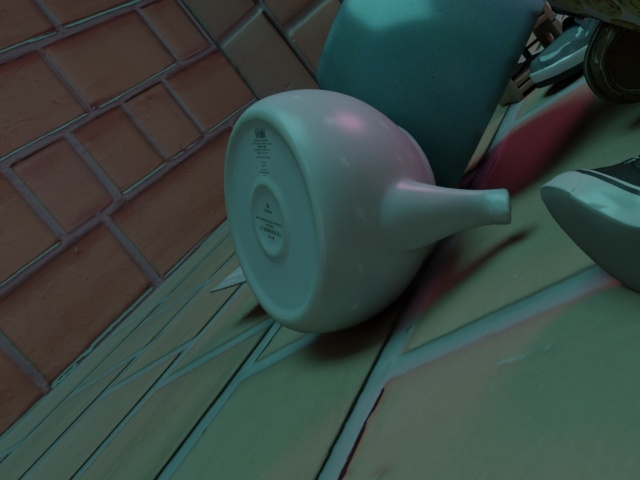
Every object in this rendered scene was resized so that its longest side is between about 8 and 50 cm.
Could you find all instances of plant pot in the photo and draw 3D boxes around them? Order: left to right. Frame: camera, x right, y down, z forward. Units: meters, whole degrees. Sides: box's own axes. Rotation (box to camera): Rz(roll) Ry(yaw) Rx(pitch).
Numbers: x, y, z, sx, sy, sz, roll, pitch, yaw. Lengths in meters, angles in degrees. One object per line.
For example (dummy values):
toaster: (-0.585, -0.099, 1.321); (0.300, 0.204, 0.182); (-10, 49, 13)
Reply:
plant pot: (0.111, -0.203, 0.907); (0.290, 0.196, 0.290); (25, -90, -86)

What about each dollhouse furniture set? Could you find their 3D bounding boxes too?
dollhouse furniture set: (0.285, -0.299, 1.271); (0.129, 0.129, 0.184); (-40, 10, -8)

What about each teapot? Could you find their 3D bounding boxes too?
teapot: (0.027, -0.036, 0.793); (0.187, 0.256, 0.252); (-13, -32, -28)

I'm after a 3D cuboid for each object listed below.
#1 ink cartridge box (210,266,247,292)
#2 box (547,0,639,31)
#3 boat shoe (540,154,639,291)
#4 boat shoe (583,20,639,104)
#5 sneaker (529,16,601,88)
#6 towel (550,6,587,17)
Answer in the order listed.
ink cartridge box: (0.000, 0.000, 1.113); (0.261, 0.066, 0.296); (-43, 10, -24)
box: (0.278, -0.198, 0.619); (0.063, 0.067, 0.324); (-51, 34, 7)
boat shoe: (0.200, -0.012, 0.430); (0.070, 0.077, 0.219); (-40, 18, -4)
boat shoe: (0.366, -0.222, 0.667); (0.307, 0.110, 0.104); (-36, 9, 15)
sneaker: (0.369, -0.357, 1.083); (0.296, 0.178, 0.124); (-40, 10, -6)
towel: (0.425, -0.325, 0.802); (0.312, 0.056, 0.324); (-15, -10, -47)
